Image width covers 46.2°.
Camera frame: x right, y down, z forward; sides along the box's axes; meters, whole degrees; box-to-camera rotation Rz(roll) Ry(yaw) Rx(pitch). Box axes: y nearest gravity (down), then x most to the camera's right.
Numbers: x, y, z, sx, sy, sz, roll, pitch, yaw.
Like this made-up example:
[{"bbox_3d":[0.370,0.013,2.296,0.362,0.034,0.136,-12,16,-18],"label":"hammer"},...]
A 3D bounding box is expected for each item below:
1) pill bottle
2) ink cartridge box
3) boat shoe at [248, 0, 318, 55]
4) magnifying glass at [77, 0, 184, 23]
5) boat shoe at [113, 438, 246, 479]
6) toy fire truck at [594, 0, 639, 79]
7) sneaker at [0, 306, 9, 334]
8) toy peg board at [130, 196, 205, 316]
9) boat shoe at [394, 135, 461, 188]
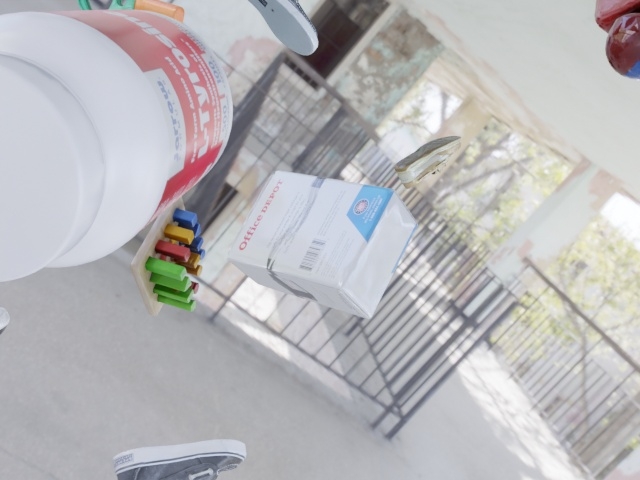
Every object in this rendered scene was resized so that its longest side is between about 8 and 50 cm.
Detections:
[{"bbox_3d":[-0.237,-0.110,0.745,0.229,0.229,0.408,40,17,-7],"label":"pill bottle"},{"bbox_3d":[0.000,0.000,1.484,0.307,0.223,0.129,13,-22,40],"label":"ink cartridge box"},{"bbox_3d":[-0.055,-0.367,1.116,0.183,0.083,0.065,46,-31,-10],"label":"boat shoe"},{"bbox_3d":[-0.309,-0.384,1.203,0.231,0.092,0.026,23,18,26],"label":"magnifying glass"},{"bbox_3d":[-0.243,0.428,1.371,0.301,0.108,0.102,17,51,-55],"label":"boat shoe"},{"bbox_3d":[0.290,-0.238,0.503,0.169,0.254,0.302,31,-11,-14],"label":"toy fire truck"},{"bbox_3d":[-0.491,0.201,0.902,0.104,0.295,0.147,19,-43,56],"label":"sneaker"},{"bbox_3d":[-0.237,0.033,1.277,0.079,0.161,0.161,16,-33,11],"label":"toy peg board"},{"bbox_3d":[0.174,-0.125,1.191,0.050,0.135,0.045,16,-49,57],"label":"boat shoe"}]
